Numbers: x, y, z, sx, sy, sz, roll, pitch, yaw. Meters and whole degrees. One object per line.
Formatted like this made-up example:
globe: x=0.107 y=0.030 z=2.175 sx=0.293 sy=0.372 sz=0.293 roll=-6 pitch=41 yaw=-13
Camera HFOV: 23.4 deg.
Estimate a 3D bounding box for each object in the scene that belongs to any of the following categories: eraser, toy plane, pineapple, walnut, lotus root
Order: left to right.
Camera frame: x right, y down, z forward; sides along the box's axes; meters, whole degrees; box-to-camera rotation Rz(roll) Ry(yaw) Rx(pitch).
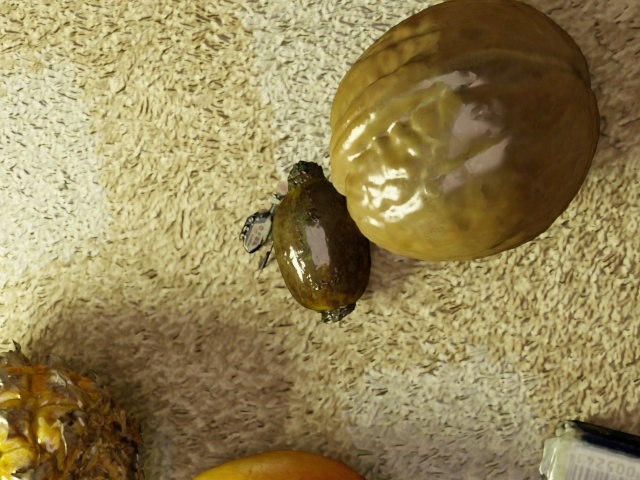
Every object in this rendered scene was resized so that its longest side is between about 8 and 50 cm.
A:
pineapple: x=-0.399 y=0.307 z=1.983 sx=0.300 sy=0.352 sz=0.352 roll=11 pitch=98 yaw=24
toy plane: x=-0.070 y=-0.023 z=2.007 sx=0.049 sy=0.031 sz=0.120 roll=26 pitch=104 yaw=8
lotus root: x=0.000 y=0.000 z=1.946 sx=0.120 sy=0.120 sz=0.209 roll=-13 pitch=91 yaw=18
walnut: x=0.160 y=-0.124 z=1.801 sx=0.333 sy=0.333 sz=0.332 roll=1 pitch=95 yaw=17
eraser: x=0.425 y=0.322 z=1.851 sx=0.332 sy=0.101 sz=0.155 roll=13 pitch=97 yaw=14

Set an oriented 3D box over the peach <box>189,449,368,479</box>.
peach: x=-0.052 y=0.396 z=1.913 sx=0.308 sy=0.289 sz=0.289 roll=-21 pitch=88 yaw=24
